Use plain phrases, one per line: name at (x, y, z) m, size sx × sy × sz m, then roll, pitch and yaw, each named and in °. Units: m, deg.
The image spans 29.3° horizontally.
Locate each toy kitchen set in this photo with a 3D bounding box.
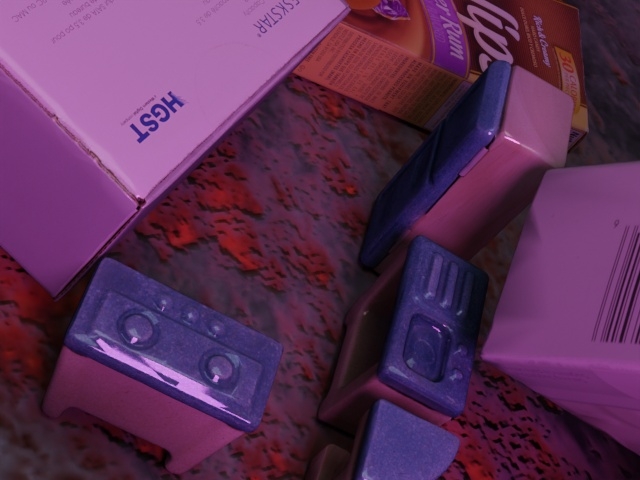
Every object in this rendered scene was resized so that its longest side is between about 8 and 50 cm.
toy kitchen set at (0.000, 0.000, 0.532) m, size 0.166 × 0.122 × 0.207 m, roll 28°, pitch 48°, yaw -12°

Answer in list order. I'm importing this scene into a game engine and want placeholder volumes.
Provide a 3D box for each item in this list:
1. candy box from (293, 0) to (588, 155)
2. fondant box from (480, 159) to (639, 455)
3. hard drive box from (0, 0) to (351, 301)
candy box at (0.063, -0.120, 0.708) m, size 0.186 × 0.053 × 0.109 m, roll 21°, pitch 49°, yaw -20°
fondant box at (0.266, 0.079, 0.500) m, size 0.330 × 0.238 × 0.096 m, roll 31°, pitch 72°, yaw -31°
hard drive box at (-0.127, -0.122, 0.526) m, size 0.232 × 0.089 × 0.181 m, roll 45°, pitch 45°, yaw -5°
